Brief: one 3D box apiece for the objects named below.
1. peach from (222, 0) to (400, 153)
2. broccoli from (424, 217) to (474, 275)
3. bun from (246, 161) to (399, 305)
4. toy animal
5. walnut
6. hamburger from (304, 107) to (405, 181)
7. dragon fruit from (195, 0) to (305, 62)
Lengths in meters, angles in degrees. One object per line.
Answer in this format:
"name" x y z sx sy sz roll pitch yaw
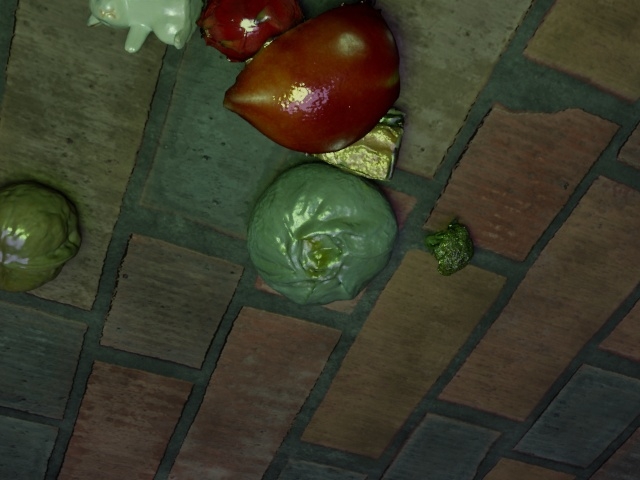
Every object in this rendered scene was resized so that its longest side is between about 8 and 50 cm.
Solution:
"peach" 0.006 -0.279 1.231 0.362 0.201 0.257 -28 165 -20
"broccoli" 0.317 0.020 1.588 0.120 0.130 0.131 18 167 34
"bun" 0.000 0.000 1.497 0.362 0.211 0.361 0 123 0
"toy animal" -0.370 -0.443 1.227 0.283 0.138 0.140 1 128 -2
"walnut" -0.668 -0.007 1.455 0.248 0.248 0.248 -1 124 -2
"hamburger" 0.077 -0.224 1.419 0.208 0.135 0.155 10 108 7
"dragon fruit" -0.129 -0.421 1.232 0.210 0.172 0.172 -20 124 -7
